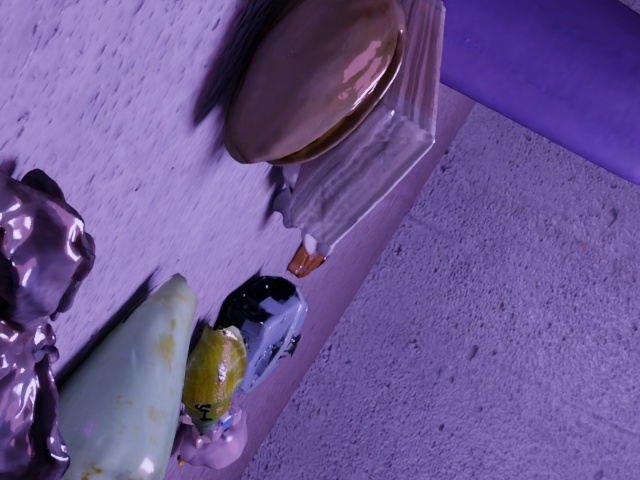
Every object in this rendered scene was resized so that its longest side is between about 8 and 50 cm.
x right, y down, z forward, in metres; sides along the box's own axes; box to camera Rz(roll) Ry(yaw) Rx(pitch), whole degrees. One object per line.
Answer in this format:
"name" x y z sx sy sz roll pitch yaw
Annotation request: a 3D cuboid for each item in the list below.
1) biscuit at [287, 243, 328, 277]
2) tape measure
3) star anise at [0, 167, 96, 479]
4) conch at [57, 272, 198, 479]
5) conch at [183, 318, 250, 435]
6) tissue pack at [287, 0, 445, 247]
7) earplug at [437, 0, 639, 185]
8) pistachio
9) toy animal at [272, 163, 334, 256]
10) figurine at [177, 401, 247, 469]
"biscuit" 0.000 0.000 1.758 0.183 0.043 0.280 -52 167 -16
"tape measure" -0.095 0.143 1.476 0.181 0.107 0.182 -35 153 -54
"star anise" -0.201 0.072 0.597 0.257 0.111 0.198 -66 171 7
"conch" -0.203 0.164 0.968 0.250 0.137 0.143 -76 159 -46
"conch" -0.153 0.192 1.364 0.095 0.079 0.200 0 129 -43
"tissue pack" 0.057 -0.145 1.029 0.170 0.071 0.325 -48 -165 31
"earplug" 0.291 -0.224 1.193 0.215 0.456 0.215 -53 169 -15
"pistachio" -0.008 -0.152 0.857 0.206 0.131 0.129 -47 155 16
"toy animal" -0.010 -0.057 1.236 0.131 0.104 0.220 -50 168 -52
"figurine" -0.176 0.312 1.623 0.137 0.112 0.229 -45 155 -38
